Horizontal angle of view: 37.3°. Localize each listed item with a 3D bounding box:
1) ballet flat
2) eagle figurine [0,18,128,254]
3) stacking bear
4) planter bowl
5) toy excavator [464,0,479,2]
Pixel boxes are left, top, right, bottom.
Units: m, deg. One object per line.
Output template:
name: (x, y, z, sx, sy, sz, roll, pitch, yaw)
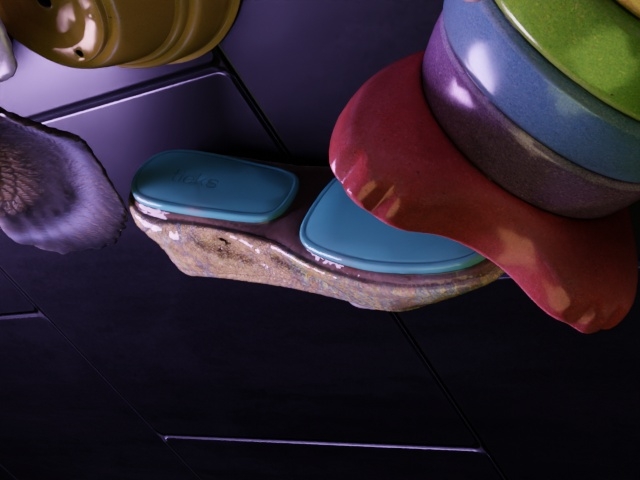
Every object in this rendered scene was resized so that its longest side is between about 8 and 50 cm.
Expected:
ballet flat: (0.000, 0.000, 0.754, 0.349, 0.123, 0.123, 11, 140, 31)
eagle figurine: (-0.286, -0.084, 0.734, 0.225, 0.298, 0.226, 1, 96, 12)
stacking bear: (0.154, -0.123, 0.423, 0.175, 0.164, 0.289, 29, 130, -9)
planter bowl: (-0.172, -0.188, 0.662, 0.217, 0.090, 0.217, 18, 141, 15)
toy excavator: (0.102, -0.288, 0.161, 0.222, 0.445, 0.433, 28, -174, 1)
